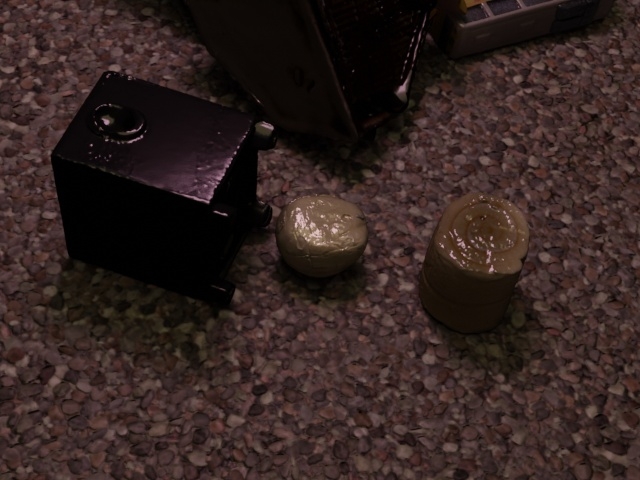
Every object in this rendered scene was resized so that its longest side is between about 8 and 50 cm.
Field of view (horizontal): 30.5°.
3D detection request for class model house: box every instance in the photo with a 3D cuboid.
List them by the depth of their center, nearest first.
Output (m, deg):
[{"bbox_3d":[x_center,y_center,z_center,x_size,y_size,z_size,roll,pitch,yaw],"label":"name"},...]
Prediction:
[{"bbox_3d":[-0.001,-0.332,1.846,0.317,0.297,0.282,14,36,33],"label":"model house"}]

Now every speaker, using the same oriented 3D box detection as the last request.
[{"bbox_3d":[-0.206,-0.071,1.598,0.254,0.232,0.184,17,53,8],"label":"speaker"}]

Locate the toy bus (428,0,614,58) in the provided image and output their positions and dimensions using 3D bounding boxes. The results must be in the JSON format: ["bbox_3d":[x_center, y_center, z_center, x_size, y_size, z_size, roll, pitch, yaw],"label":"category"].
[{"bbox_3d":[0.348,-0.416,2.015,0.342,0.097,0.138,-17,58,-18],"label":"toy bus"}]

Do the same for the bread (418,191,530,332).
[{"bbox_3d":[0.210,0.030,1.620,0.134,0.141,0.148,6,51,-2],"label":"bread"}]

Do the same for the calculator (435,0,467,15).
[{"bbox_3d":[0.127,-0.422,1.865,0.236,0.157,0.033,18,84,4],"label":"calculator"}]

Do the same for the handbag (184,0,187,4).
[{"bbox_3d":[-0.131,-0.536,1.977,0.340,0.247,0.240,-23,41,-21],"label":"handbag"}]

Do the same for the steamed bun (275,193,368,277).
[{"bbox_3d":[0.000,0.000,1.653,0.130,0.091,0.112,1,56,-9],"label":"steamed bun"}]
